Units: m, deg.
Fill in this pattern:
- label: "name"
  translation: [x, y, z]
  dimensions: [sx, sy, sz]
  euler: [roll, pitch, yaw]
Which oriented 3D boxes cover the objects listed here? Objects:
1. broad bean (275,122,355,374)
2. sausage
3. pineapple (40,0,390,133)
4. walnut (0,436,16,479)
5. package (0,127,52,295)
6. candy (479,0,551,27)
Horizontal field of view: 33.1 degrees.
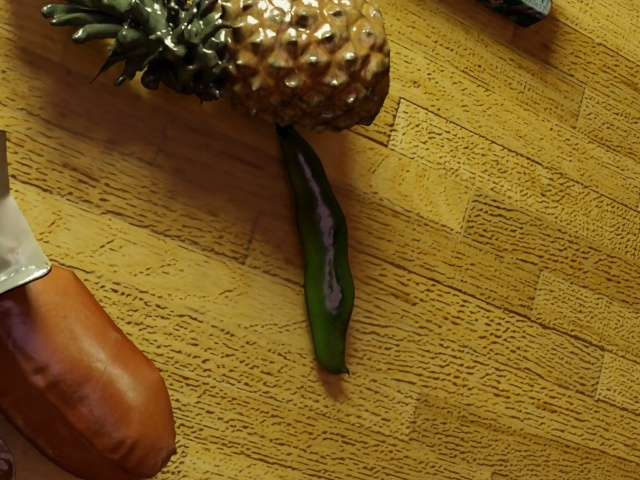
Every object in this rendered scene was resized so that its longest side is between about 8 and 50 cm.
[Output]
- label: "broad bean"
  translation: [0.001, 0.000, 1.154]
  dimensions: [0.060, 0.043, 0.297]
  euler: [-10, 90, -12]
- label: "sausage"
  translation: [-0.234, 0.120, 0.974]
  dimensions: [0.133, 0.133, 0.258]
  euler: [-44, 107, -23]
- label: "pineapple"
  translation: [-0.105, -0.192, 1.061]
  dimensions: [0.341, 0.169, 0.169]
  euler: [2, 85, -21]
- label: "walnut"
  translation: [-0.334, 0.200, 0.958]
  dimensions: [0.121, 0.052, 0.091]
  euler: [28, 72, -25]
- label: "package"
  translation: [-0.400, -0.022, 0.832]
  dimensions: [0.311, 0.221, 0.165]
  euler: [-26, 138, -27]
- label: "candy"
  translation: [0.144, -0.355, 1.247]
  dimensions: [0.312, 0.061, 0.088]
  euler: [24, 74, -25]
